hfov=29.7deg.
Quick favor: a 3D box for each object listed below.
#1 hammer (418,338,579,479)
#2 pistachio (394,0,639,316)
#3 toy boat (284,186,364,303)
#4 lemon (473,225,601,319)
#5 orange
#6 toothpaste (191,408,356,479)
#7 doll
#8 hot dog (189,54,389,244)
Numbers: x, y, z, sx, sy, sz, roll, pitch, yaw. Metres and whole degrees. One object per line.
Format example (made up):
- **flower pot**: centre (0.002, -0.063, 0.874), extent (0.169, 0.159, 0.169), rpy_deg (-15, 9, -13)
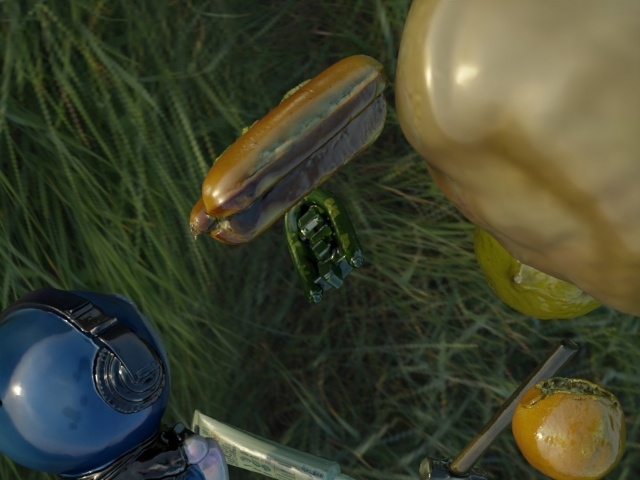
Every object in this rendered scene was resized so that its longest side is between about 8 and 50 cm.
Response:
- **hammer**: centre (0.289, 0.279, 1.883), extent (0.111, 0.043, 0.365), rpy_deg (17, 129, -22)
- **pistachio**: centre (0.156, -0.060, 0.490), extent (0.293, 0.162, 0.181), rpy_deg (-4, 92, -29)
- **toy boat**: centre (0.000, 0.000, 1.639), extent (0.104, 0.210, 0.052), rpy_deg (-43, 126, 18)
- **lemon**: centre (0.353, -0.009, 1.795), extent (0.267, 0.267, 0.267), rpy_deg (-4, 100, -20)
- **orange**: centre (0.334, 0.247, 1.603), extent (0.155, 0.154, 0.134), rpy_deg (21, 108, -23)
- **toothpaste**: centre (-0.071, 0.308, 1.701), extent (0.047, 0.268, 0.069), rpy_deg (-56, 148, -37)
- **doll**: centre (-0.271, 0.197, 1.428), extent (0.240, 0.284, 0.310), rpy_deg (-35, 108, -43)
- **hot dog**: centre (-0.041, -0.115, 1.489), extent (0.337, 0.100, 0.135), rpy_deg (-42, 153, -29)
